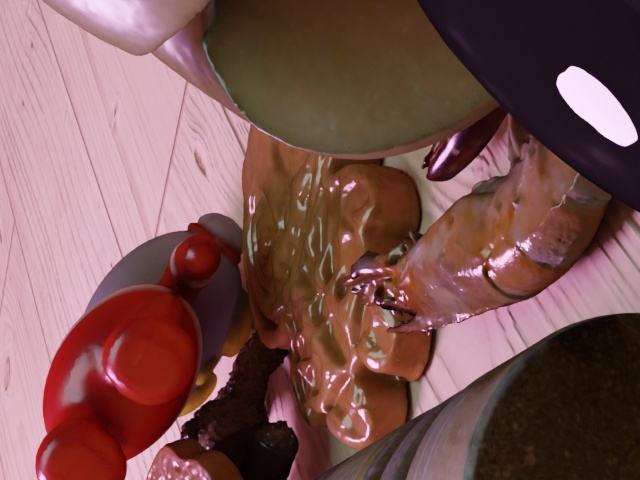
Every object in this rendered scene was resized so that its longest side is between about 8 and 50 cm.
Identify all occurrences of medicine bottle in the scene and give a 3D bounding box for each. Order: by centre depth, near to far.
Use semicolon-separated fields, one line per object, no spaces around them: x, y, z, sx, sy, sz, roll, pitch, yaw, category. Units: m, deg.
0.059;0.145;0.720;0.322;0.151;0.151;136;132;-62;medicine bottle

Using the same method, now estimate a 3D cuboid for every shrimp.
0.073;-0.027;0.847;0.236;0.053;0.133;137;130;-58;shrimp

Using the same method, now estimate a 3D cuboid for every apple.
-0.008;-0.180;0.756;0.254;0.292;0.292;-57;23;1;apple

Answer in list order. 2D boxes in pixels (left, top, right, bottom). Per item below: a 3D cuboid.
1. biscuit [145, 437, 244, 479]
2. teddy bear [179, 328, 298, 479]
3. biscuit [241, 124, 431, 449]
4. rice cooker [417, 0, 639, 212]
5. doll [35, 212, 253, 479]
-0.031;0.214;1.041;0.236;0.040;0.144;53;132;33;biscuit
-0.050;0.134;1.131;0.119;0.077;0.160;117;150;-42;teddy bear
-0.001;0.000;1.069;0.289;0.044;0.202;-107;28;-47;biscuit
0.140;-0.119;0.404;0.267;0.267;0.225;-120;35;-56;rice cooker
-0.109;0.072;1.174;0.200;0.105;0.336;-58;4;9;doll
